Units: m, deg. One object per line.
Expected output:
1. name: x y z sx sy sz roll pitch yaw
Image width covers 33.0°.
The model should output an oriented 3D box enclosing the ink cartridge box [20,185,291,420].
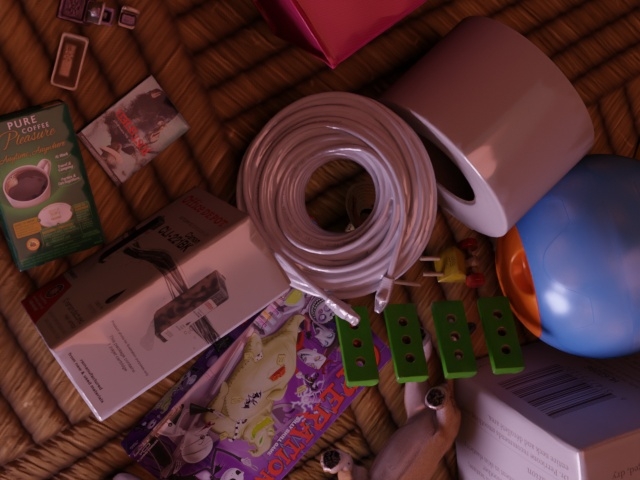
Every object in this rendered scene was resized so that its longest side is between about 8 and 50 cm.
1. ink cartridge box: -0.200 0.065 1.300 0.273 0.197 0.114 -34 115 -14

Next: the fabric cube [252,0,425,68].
1. fabric cube: 0.016 -0.389 1.237 0.258 0.254 0.259 -38 117 -4

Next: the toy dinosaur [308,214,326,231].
1. toy dinosaur: 0.000 0.000 1.480 0.090 0.047 0.082 -27 107 -53

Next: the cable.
1. cable: 0.023 -0.055 1.366 0.257 0.089 0.257 31 99 12

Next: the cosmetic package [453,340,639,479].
1. cosmetic package: 0.420 0.375 1.600 0.327 0.329 0.393 -14 110 -22

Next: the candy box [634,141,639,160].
1. candy box: 0.560 -0.188 1.691 0.105 0.027 0.206 13 98 -31

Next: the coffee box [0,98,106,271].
1. coffee box: -0.335 -0.067 1.291 0.113 0.040 0.184 -21 112 -20

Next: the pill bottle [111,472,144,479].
1. pill bottle: -0.274 0.404 1.407 0.103 0.103 0.184 37 86 -28

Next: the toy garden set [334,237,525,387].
1. toy garden set: 0.137 0.100 1.486 0.244 0.049 0.203 -3 61 -11

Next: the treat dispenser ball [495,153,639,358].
1. treat dispenser ball: 0.392 0.022 1.518 0.288 0.288 0.288 -7 106 -24

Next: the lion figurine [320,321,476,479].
1. lion figurine: 0.118 0.313 1.547 0.392 0.142 0.240 -46 143 -15

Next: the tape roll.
1. tape roll: 0.210 -0.148 1.414 0.169 0.246 0.246 -44 117 -9

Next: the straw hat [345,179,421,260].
1. straw hat: 0.069 -0.011 1.482 0.144 0.144 0.061 29 130 -28

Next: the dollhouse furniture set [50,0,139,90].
1. dollhouse furniture set: -0.262 -0.226 1.261 0.091 0.081 0.114 12 98 -27

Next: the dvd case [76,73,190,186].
1. dvd case: -0.231 -0.136 1.338 0.119 0.013 0.087 -40 116 -10

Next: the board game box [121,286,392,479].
1. board game box: -0.080 0.215 1.484 0.347 0.056 0.208 -48 122 -8
